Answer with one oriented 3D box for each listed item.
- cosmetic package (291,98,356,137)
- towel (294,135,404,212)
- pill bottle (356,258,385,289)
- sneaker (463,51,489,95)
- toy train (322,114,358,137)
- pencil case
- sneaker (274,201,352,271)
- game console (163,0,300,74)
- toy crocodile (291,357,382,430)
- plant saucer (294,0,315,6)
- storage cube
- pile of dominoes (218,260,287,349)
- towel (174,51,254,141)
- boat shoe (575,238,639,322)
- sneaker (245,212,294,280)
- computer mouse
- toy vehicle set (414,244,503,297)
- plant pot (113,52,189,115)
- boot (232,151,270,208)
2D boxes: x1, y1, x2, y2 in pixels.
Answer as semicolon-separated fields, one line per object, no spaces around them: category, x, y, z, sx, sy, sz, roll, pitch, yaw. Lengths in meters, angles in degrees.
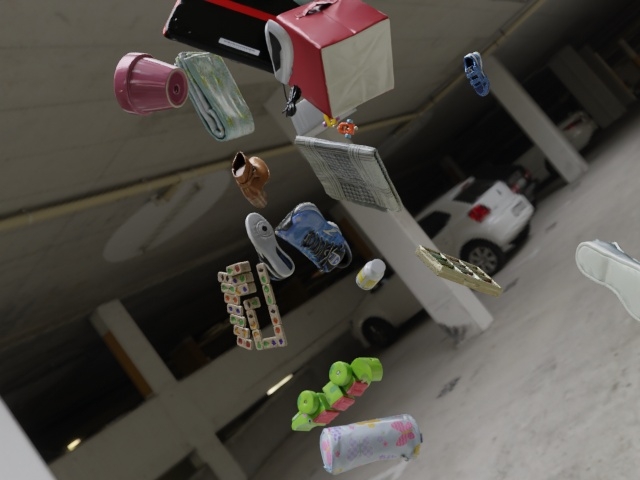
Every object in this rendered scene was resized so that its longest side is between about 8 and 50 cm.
cosmetic package;0.006;-0.494;2.570;0.238;0.127;0.107;-24;-8;33
towel;0.093;-0.202;2.175;0.056;0.312;0.324;-61;-36;-20
pill bottle;0.159;0.103;2.107;0.065;0.065;0.116;-34;-12;-30
sneaker;0.488;-0.523;2.141;0.059;0.144;0.053;-13;-7;-43
toy train;0.073;-0.410;2.186;0.125;0.166;0.046;3;-2;26
pencil case;0.135;0.550;1.837;0.273;0.124;0.113;-5;3;-17
sneaker;0.000;0.000;1.882;0.129;0.147;0.330;-47;-30;12
game console;-0.182;-0.588;1.788;0.060;0.387;0.341;117;169;-59
toy crocodile;0.045;0.436;1.901;0.115;0.105;0.340;23;-60;-44
plant saucer;-0.036;-0.604;1.670;0.037;0.195;0.195;-53;-12;20
storage cube;0.037;-0.423;1.543;0.184;0.193;0.214;-29;-43;-17
pile of dominoes;-0.204;0.188;1.878;0.196;0.251;0.040;-19;-4;40
towel;-0.414;-0.587;2.741;0.090;0.374;0.320;-24;7;23
boat shoe;0.702;0.088;1.497;0.099;0.319;0.116;-7;-62;-18
sneaker;-0.174;0.030;2.038;0.079;0.216;0.121;-31;-3;-33
computer mouse;-0.071;-0.361;1.403;0.042;0.192;0.106;-4;32;15
toy vehicle set;0.452;0.101;2.214;0.035;0.267;0.166;-63;29;15
plant pot;-0.539;-0.506;2.215;0.201;0.180;0.201;10;-90;-69
boot;-0.203;-0.203;1.933;0.073;0.197;0.152;-22;-40;10
